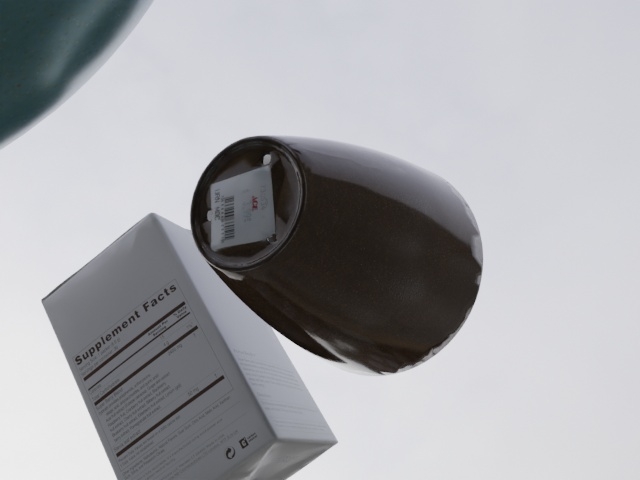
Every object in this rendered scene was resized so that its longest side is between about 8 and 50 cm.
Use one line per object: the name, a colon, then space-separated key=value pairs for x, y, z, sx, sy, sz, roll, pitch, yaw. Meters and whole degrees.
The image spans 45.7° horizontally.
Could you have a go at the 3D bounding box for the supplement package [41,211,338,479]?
supplement package: x=-0.148 y=0.148 z=0.857 sx=0.175 sy=0.293 sz=0.177 roll=-37 pitch=-26 yaw=9

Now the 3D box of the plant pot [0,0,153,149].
plant pot: x=-0.158 y=-0.189 z=0.321 sx=0.195 sy=0.290 sz=0.290 roll=-19 pitch=-57 yaw=15

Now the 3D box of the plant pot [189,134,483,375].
plant pot: x=0.000 y=0.000 z=0.660 sx=0.215 sy=0.215 sz=0.230 roll=-56 pitch=-33 yaw=6
